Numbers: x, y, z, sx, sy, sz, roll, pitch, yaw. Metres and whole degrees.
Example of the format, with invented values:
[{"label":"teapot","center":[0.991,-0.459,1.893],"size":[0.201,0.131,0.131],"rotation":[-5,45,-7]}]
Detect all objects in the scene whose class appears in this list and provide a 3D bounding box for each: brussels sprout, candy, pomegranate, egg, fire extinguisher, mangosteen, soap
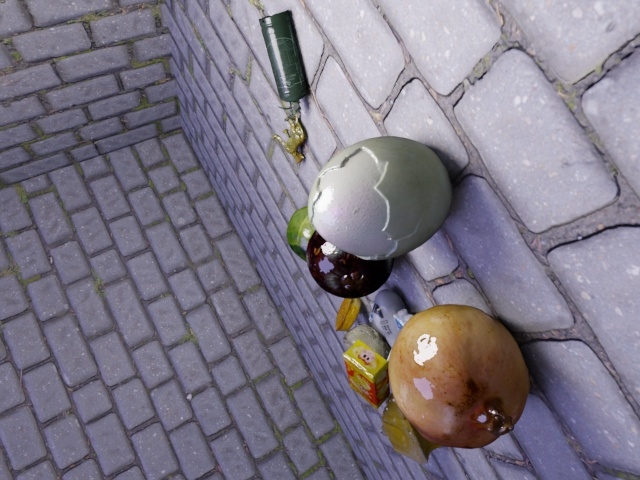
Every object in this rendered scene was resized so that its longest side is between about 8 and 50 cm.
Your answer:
[{"label":"brussels sprout","center":[0.000,0.000,1.528],"size":[0.220,0.210,0.271],"rotation":[4,144,39]},{"label":"candy","center":[0.174,0.496,1.493],"size":[0.146,0.088,0.276],"rotation":[32,151,37]},{"label":"pomegranate","center":[0.324,0.325,0.948],"size":[0.338,0.338,0.338],"rotation":[50,155,33]},{"label":"egg","center":[0.129,-0.091,0.931],"size":[0.278,0.336,0.278],"rotation":[42,145,39]},{"label":"fire extinguisher","center":[-0.112,-0.542,1.283],"size":[0.095,0.115,0.311],"rotation":[-92,-13,-62]},{"label":"mangosteen","center":[0.092,0.042,1.277],"size":[0.288,0.288,0.288],"rotation":[50,155,33]},{"label":"soap","center":[0.305,0.667,1.632],"size":[0.304,0.169,0.338],"rotation":[-5,110,57]}]

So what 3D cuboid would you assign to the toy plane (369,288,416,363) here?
[{"label":"toy plane","center":[0.249,0.291,1.387],"size":[0.267,0.123,0.266],"rotation":[49,152,37]}]

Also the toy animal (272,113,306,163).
[{"label":"toy animal","center":[-0.090,-0.379,1.500],"size":[0.136,0.073,0.181],"rotation":[55,147,2]}]

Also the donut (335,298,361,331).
[{"label":"donut","center":[0.118,0.302,1.690],"size":[0.066,0.162,0.178],"rotation":[21,148,-4]}]

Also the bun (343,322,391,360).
[{"label":"bun","center":[0.199,0.441,1.652],"size":[0.239,0.141,0.239],"rotation":[41,155,24]}]
